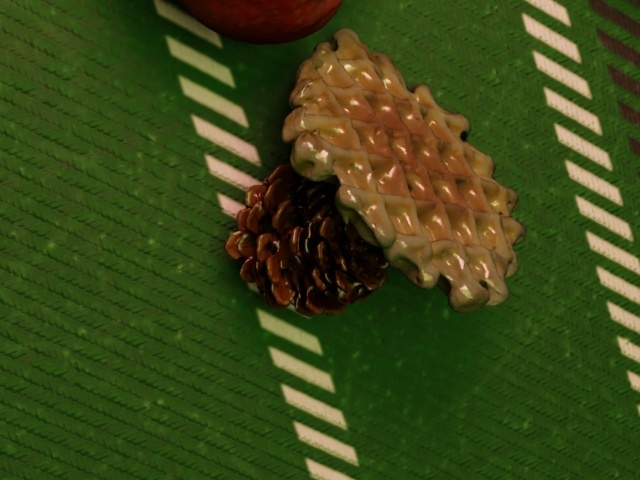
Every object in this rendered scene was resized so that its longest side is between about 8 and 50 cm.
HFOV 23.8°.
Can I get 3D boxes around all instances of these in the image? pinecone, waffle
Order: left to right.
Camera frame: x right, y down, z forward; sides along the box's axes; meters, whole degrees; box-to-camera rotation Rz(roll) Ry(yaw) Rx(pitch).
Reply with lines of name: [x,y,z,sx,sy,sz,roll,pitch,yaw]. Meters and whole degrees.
pinecone: [0.000,0.000,1.492,0.174,0.173,0.173,-1,93,-20]
waffle: [0.086,-0.067,1.478,0.292,0.309,0.056,41,119,-14]

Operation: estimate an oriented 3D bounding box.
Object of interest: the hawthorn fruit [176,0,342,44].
hawthorn fruit: [-0.075,-0.338,1.406,0.298,0.277,0.277,23,84,6]
